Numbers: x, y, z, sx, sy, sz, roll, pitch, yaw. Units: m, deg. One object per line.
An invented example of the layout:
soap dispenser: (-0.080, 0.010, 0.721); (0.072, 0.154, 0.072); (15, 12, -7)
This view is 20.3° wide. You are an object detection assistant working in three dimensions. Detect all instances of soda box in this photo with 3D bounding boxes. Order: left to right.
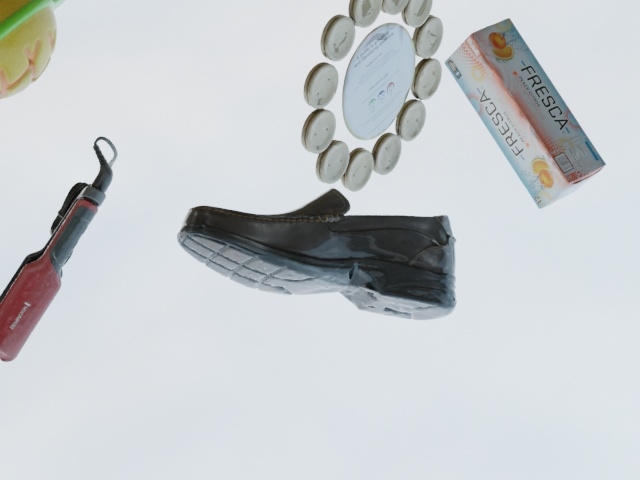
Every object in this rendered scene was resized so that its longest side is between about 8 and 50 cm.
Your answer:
soda box: (0.204, -0.127, 1.790); (0.058, 0.183, 0.063); (-25, 169, -34)

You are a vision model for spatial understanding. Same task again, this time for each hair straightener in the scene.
hair straightener: (-0.251, 0.000, 1.670); (0.230, 0.047, 0.089); (-61, -166, 14)

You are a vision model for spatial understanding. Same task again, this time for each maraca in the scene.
maraca: (-0.299, -0.195, 1.712); (0.127, 0.099, 0.186); (-34, -171, 34)

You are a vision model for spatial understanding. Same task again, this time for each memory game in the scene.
memory game: (0.043, -0.128, 1.446); (0.012, 0.186, 0.186); (22, -132, 33)

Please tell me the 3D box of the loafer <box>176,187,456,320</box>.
loafer: (0.000, 0.000, 1.033); (0.062, 0.170, 0.061); (153, -53, -62)
